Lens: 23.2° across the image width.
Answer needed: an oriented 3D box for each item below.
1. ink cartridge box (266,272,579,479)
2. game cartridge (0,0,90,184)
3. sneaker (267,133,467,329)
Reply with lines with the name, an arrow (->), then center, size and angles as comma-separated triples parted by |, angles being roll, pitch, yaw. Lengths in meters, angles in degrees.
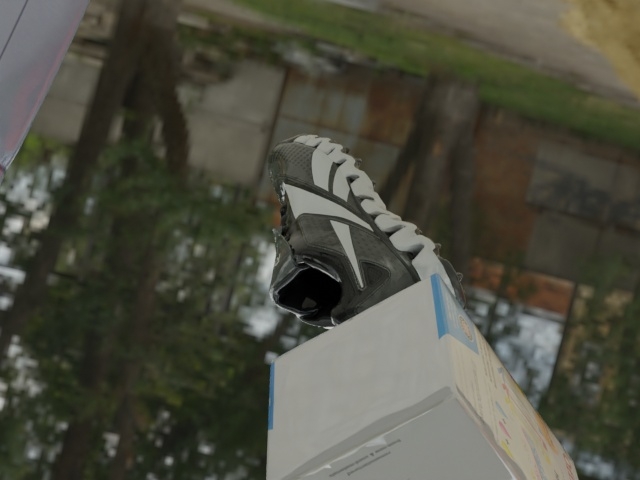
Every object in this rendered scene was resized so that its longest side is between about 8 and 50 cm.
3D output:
ink cartridge box -> 0.053, 0.106, 0.669 | 0.143, 0.090, 0.092 | 52, -162, -26
game cartridge -> -0.147, -0.111, 0.627 | 0.062, 0.297, 0.198 | 27, 163, -26
sneaker -> 0.000, 0.000, 1.092 | 0.106, 0.078, 0.234 | -25, -140, -15
